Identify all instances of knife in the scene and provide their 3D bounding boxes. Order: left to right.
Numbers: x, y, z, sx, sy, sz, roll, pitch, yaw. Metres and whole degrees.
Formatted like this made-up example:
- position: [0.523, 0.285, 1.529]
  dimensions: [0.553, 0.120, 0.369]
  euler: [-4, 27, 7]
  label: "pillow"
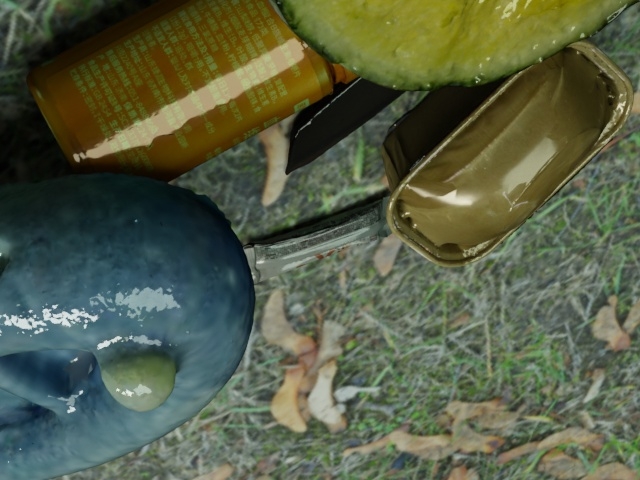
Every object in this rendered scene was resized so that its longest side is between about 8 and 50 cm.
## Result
- position: [0.059, -0.119, 1.117]
  dimensions: [0.230, 0.028, 0.060]
  euler: [-42, 146, 11]
  label: "knife"

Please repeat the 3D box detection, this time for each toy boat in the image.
- position: [-0.179, 0.083, 1.016]
  dimensions: [0.330, 0.123, 0.215]
  euler: [-25, 139, 27]
  label: "toy boat"

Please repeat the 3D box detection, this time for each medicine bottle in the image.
- position: [-0.066, -0.100, 1.011]
  dimensions: [0.192, 0.096, 0.096]
  euler: [-29, 135, -5]
  label: "medicine bottle"

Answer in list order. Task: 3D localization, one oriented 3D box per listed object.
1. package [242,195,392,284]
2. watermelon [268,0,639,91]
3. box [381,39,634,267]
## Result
- position: [0.000, 0.000, 1.185]
  dimensions: [0.110, 0.015, 0.037]
  euler: [-19, 134, -12]
  label: "package"
- position: [0.077, -0.256, 0.898]
  dimensions: [0.331, 0.189, 0.330]
  euler: [-21, 143, -16]
  label: "watermelon"
- position: [0.117, -0.063, 1.135]
  dimensions: [0.177, 0.111, 0.111]
  euler: [-45, 134, 11]
  label: "box"
